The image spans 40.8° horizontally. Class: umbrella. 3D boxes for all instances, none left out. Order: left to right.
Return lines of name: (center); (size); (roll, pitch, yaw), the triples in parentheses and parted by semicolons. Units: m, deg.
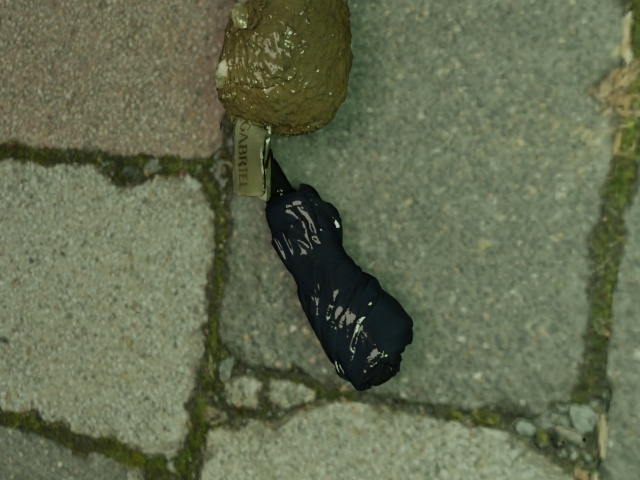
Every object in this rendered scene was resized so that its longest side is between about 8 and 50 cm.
umbrella: (-0.006, 0.005, 0.683); (0.071, 0.071, 0.248); (-42, 63, 19)

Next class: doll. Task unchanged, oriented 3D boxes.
doll: (-0.032, -0.142, 0.655); (0.115, 0.105, 0.221); (8, 73, 4)
